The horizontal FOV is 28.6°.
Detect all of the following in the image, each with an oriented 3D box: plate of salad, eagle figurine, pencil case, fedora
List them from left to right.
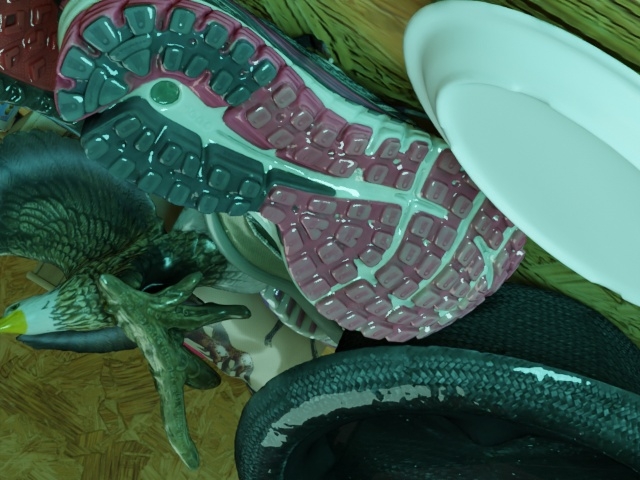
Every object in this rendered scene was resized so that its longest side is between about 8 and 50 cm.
[{"bbox_3d":[-0.197,0.035,1.107,0.225,0.226,0.298,14,-172,-30],"label":"eagle figurine"},{"bbox_3d":[-0.160,0.018,1.306,0.410,0.160,0.183,34,138,-17],"label":"pencil case"},{"bbox_3d":[0.116,0.129,0.856,0.334,0.152,0.334,8,136,8],"label":"fedora"},{"bbox_3d":[0.117,-0.032,0.516,0.200,0.048,0.200,39,168,10],"label":"plate of salad"}]

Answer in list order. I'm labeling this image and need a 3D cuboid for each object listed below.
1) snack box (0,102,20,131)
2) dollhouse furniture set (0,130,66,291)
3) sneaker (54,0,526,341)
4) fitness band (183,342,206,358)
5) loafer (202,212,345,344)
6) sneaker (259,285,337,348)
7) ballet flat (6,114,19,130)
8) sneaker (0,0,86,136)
[{"bbox_3d":[-0.367,-0.183,1.240,0.178,0.064,0.022,38,167,-36],"label":"snack box"},{"bbox_3d":[-0.387,-0.028,1.799,0.303,0.174,0.355,27,170,23],"label":"dollhouse furniture set"},{"bbox_3d":[-0.004,-0.052,0.668,0.299,0.121,0.112,36,-161,-31],"label":"sneaker"},{"bbox_3d":[-0.218,0.034,1.675,0.291,0.054,0.209,52,160,-5],"label":"fitness band"},{"bbox_3d":[0.000,0.000,1.012,0.087,0.094,0.251,-18,139,32],"label":"loafer"},{"bbox_3d":[-0.008,0.048,1.194,0.104,0.095,0.236,19,166,45],"label":"sneaker"},{"bbox_3d":[-0.426,-0.164,1.578,0.057,0.052,0.168,30,171,11],"label":"ballet flat"},{"bbox_3d":[-0.196,-0.128,0.854,0.262,0.104,0.125,38,171,-33],"label":"sneaker"}]
